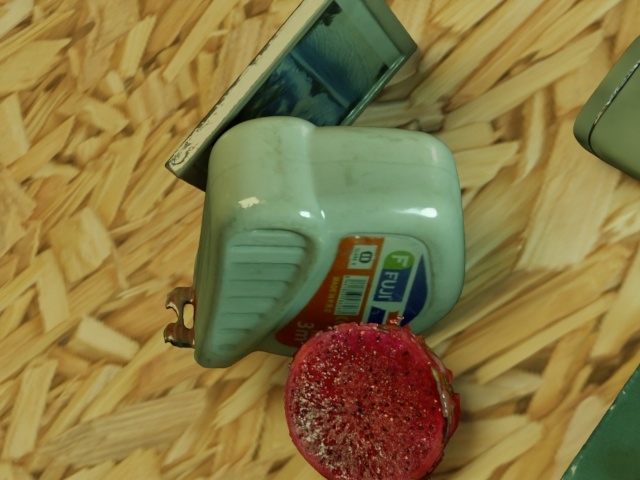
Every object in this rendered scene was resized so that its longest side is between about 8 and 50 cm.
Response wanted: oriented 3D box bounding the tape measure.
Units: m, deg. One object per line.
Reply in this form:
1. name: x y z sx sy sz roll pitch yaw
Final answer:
1. tape measure: -0.001 0.000 1.623 0.246 0.243 0.125 0 56 -10

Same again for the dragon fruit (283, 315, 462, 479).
1. dragon fruit: 0.057 0.133 1.599 0.153 0.111 0.153 5 102 26

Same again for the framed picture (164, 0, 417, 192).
1. framed picture: -0.018 -0.122 1.701 0.024 0.315 0.232 41 93 12

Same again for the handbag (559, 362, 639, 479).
1. handbag: 0.298 0.175 1.342 0.269 0.100 0.274 24 79 48

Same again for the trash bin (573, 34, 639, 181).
1. trash bin: 0.287 -0.099 1.576 0.116 0.059 0.130 -53 43 0
